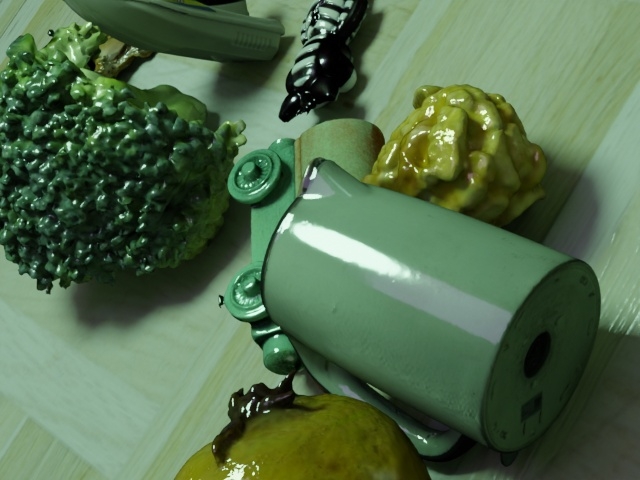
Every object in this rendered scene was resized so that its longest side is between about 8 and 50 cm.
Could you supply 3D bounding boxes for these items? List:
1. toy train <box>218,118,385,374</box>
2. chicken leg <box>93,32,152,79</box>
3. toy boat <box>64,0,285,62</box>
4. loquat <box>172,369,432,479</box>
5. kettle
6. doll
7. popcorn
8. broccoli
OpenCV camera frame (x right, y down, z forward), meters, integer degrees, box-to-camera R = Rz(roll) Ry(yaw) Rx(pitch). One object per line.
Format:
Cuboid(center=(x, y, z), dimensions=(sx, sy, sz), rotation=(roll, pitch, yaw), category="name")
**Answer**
Cuboid(center=(0.000, 0.000, 1.439), dimensions=(0.177, 0.116, 0.285), rotation=(-19, 46, 19), category="toy train")
Cuboid(center=(-0.268, -0.275, 1.951), dimensions=(0.207, 0.085, 0.101), rotation=(-32, -2, 14), category="chicken leg")
Cuboid(center=(-0.172, -0.281, 1.697), dimensions=(0.140, 0.269, 0.141), rotation=(-22, 57, 39), category="toy boat")
Cuboid(center=(-0.019, 0.229, 1.159), dimensions=(0.244, 0.244, 0.244), rotation=(-27, 44, 29), category="loquat")
Cuboid(center=(0.079, 0.076, 1.208), dimensions=(0.255, 0.240, 0.165), rotation=(23, 34, 32), category="kettle")
Cuboid(center=(0.008, -0.216, 1.631), dimensions=(0.091, 0.067, 0.219), rotation=(-20, 42, 39), category="doll")
Cuboid(center=(0.125, -0.065, 1.326), dimensions=(0.194, 0.140, 0.163), rotation=(-33, 17, 53), category="popcorn")
Cuboid(center=(-0.236, -0.114, 1.658), dimensions=(0.347, 0.293, 0.281), rotation=(-12, 13, 27), category="broccoli")
